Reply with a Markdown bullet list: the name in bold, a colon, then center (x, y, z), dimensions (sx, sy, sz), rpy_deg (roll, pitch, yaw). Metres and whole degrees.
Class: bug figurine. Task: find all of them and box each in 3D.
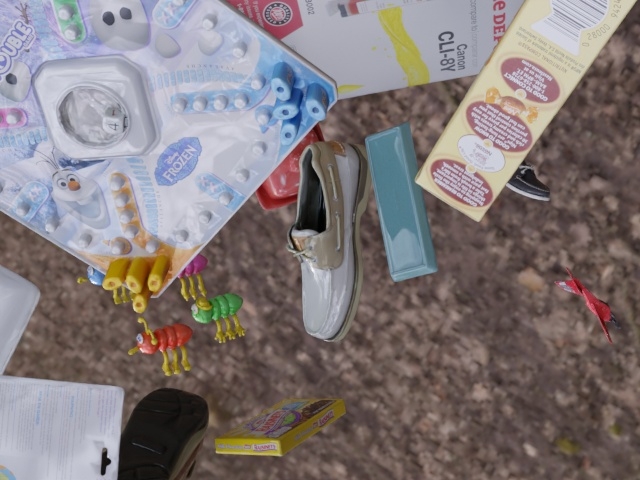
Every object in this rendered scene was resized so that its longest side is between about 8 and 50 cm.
- **bug figurine**: center (-0.250, 0.092, 1.782), dimensions (0.279, 0.216, 0.072), rpy_deg (44, 137, 41)

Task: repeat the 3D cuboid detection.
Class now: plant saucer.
- **plant saucer**: center (0.097, -0.048, 1.376), dimensions (0.067, 0.192, 0.018), rpy_deg (-16, 170, 36)

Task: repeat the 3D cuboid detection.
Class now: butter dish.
- **butter dish**: center (-0.051, -0.146, 2.054), dimensions (0.118, 0.160, 0.160), rpy_deg (-154, 44, -73)

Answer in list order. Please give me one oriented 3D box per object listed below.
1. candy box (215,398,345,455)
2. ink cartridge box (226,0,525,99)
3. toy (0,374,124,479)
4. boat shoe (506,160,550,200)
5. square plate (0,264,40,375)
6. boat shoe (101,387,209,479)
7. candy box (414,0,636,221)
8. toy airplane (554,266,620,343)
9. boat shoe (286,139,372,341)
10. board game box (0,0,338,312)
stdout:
- **candy box**: center (-0.054, 0.265, 1.587), dimensions (0.105, 0.206, 0.027), rpy_deg (-6, 95, 27)
- **ink cartridge box**: center (0.075, -0.336, 1.464), dimensions (0.385, 0.160, 0.279), rpy_deg (-10, 151, 4)
- **toy**: center (-0.298, 0.186, 1.008), dimensions (0.237, 0.137, 0.056), rpy_deg (5, -177, -1)
- **boat shoe**: center (0.257, -0.089, 1.442), dimensions (0.046, 0.038, 0.125), rpy_deg (10, -161, -34)
- **square plate**: center (-0.545, 0.139, 1.353), dimensions (0.347, 0.344, 0.049), rpy_deg (26, 180, 25)
- **boat shoe**: center (-0.241, 0.327, 1.428), dimensions (0.122, 0.324, 0.120), rpy_deg (20, 126, 19)
- **candy box**: center (0.222, -0.187, 1.098), dimensions (0.087, 0.183, 0.316), rpy_deg (34, 133, 3)
- **toy airplane**: center (0.432, 0.094, 1.779), dimensions (0.151, 0.151, 0.028), rpy_deg (42, 111, -14)
- **boat shoe**: center (0.000, 0.000, 1.658), dimensions (0.103, 0.302, 0.113), rpy_deg (5, 179, -38)
- **board game box**: center (-0.246, -0.133, 1.195), dimensions (0.390, 0.050, 0.390), rpy_deg (34, 124, -18)
